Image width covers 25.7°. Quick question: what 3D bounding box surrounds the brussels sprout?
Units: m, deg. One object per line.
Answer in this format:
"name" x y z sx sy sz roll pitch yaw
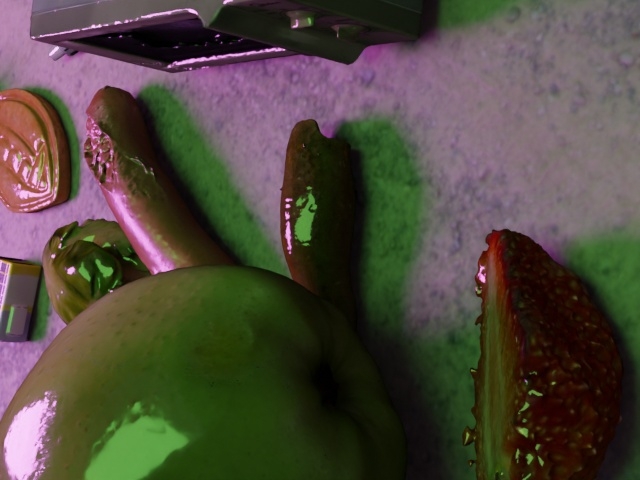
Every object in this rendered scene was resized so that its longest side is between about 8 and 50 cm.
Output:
"brussels sprout" -0.247 0.049 1.545 0.181 0.100 0.139 21 119 30

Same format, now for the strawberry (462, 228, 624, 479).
"strawberry" 0.185 0.113 1.127 0.175 0.106 0.236 -177 94 -80

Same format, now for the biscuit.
"biscuit" -0.368 -0.112 1.718 0.220 0.029 0.142 41 112 39

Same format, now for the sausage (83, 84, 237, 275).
"sausage" -0.181 -0.045 1.497 0.327 0.087 0.079 56 156 32

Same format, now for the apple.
"apple" -0.099 0.199 1.219 0.357 0.357 0.357 -6 81 43

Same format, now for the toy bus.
"toy bus" -0.373 0.073 1.686 0.058 0.052 0.102 13 92 44

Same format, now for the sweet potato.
"sweet potato" 0.000 0.000 1.327 0.077 0.077 0.244 -13 75 42

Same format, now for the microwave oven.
"microwave oven" -0.081 -0.312 1.342 0.354 0.218 0.287 -1 83 44

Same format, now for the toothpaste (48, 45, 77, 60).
"toothpaste" -0.251 -0.265 1.625 0.204 0.031 0.049 -33 65 34
